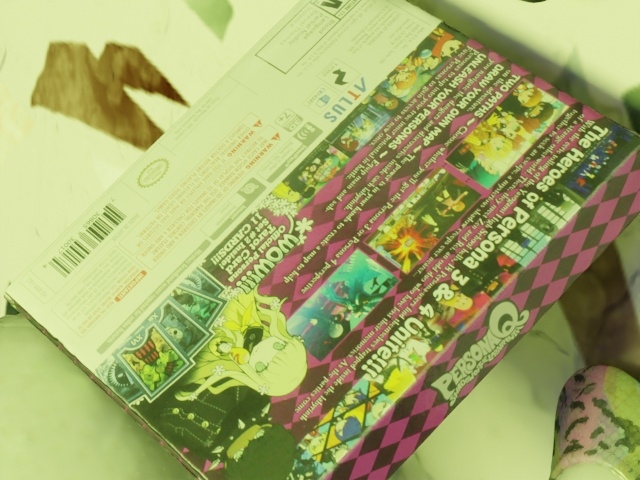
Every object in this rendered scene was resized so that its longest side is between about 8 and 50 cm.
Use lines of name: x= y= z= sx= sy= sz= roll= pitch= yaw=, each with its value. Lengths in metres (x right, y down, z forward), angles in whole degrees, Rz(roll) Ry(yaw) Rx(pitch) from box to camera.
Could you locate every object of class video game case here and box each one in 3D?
video game case: x=0.000 y=0.000 z=0.827 sx=0.210 sy=0.232 sz=0.042 roll=36 pitch=167 yaw=40

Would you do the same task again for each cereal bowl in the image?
cereal bowl: x=-0.079 y=0.180 z=0.960 sx=0.339 sy=0.141 sz=0.339 roll=61 pitch=172 yaw=15

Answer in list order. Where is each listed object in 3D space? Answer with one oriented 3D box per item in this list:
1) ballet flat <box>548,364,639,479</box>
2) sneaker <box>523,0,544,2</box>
ballet flat: x=0.135 y=0.164 z=0.794 sx=0.077 sy=0.079 sz=0.221 roll=-23 pitch=81 yaw=52
sneaker: x=0.079 y=-0.193 z=0.798 sx=0.089 sy=0.051 sz=0.170 roll=22 pitch=111 yaw=46
